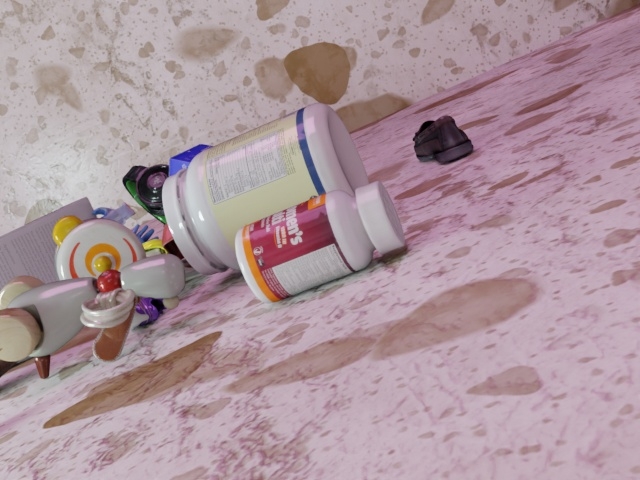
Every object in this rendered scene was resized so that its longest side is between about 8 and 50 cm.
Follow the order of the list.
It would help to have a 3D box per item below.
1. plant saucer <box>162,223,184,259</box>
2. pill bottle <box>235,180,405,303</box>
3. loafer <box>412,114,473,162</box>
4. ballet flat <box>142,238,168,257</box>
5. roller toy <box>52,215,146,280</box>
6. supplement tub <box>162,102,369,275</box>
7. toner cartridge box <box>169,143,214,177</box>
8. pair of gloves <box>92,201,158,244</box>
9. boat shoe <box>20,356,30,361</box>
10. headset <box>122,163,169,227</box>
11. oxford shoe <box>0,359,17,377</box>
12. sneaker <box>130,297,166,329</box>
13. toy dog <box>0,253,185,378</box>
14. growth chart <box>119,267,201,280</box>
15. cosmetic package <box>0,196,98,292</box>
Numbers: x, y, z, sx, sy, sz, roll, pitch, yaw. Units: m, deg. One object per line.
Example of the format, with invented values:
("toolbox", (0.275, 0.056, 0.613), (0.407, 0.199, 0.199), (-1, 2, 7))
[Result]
("plant saucer", (-0.250, -0.055, 2.136), (0.258, 0.047, 0.259), (-34, -6, -6))
("pill bottle", (0.000, 0.000, 1.322), (0.221, 0.121, 0.121), (-22, 10, 14))
("loafer", (0.264, -0.234, 2.044), (0.109, 0.095, 0.302), (-24, 9, -2))
("ballet flat", (-0.491, 0.061, 2.348), (0.231, 0.077, 0.077), (-25, 26, -17))
("roller toy", (-0.480, 0.044, 2.018), (0.191, 0.209, 0.146), (-6, 4, -19))
("supplement tub", (-0.093, -0.084, 1.660), (0.325, 0.235, 0.235), (-21, 10, 16))
("toner cartridge box", (-0.199, -0.168, 2.385), (0.348, 0.075, 0.165), (13, 22, 20))
("pair of gloves", (-0.555, -0.024, 2.611), (0.023, 0.198, 0.159), (-36, 6, 45))
("boat shoe", (-0.685, 0.225, 1.793), (0.306, 0.113, 0.105), (-25, 3, -25))
("headset", (-0.407, -0.076, 2.506), (0.394, 0.243, 0.185), (14, 61, 47))
("oxford shoe", (-0.652, 0.261, 1.584), (0.364, 0.132, 0.130), (-36, 54, -6))
("sneaker", (-0.311, 0.117, 1.670), (0.071, 0.068, 0.170), (-9, 17, -4))
("toy dog", (-0.375, 0.134, 1.491), (0.334, 0.161, 0.220), (-5, 28, 23))
("growth chart", (-0.312, 0.068, 1.796), (0.172, 0.021, 0.237), (-16, -11, 20))
("cosmetic package", (-0.773, 0.074, 2.476), (0.161, 0.230, 0.453), (-18, 10, 35))
